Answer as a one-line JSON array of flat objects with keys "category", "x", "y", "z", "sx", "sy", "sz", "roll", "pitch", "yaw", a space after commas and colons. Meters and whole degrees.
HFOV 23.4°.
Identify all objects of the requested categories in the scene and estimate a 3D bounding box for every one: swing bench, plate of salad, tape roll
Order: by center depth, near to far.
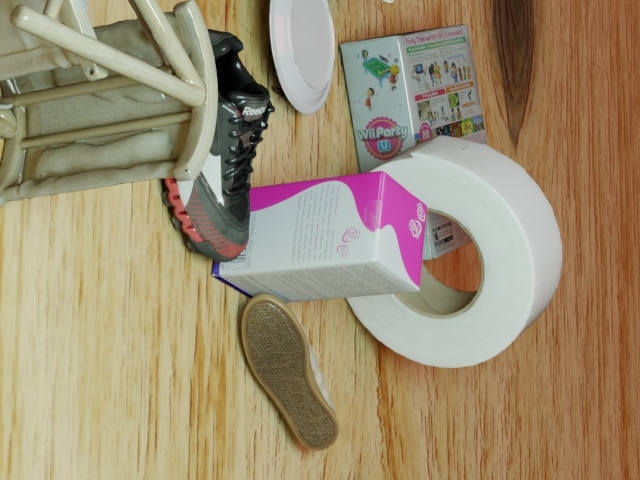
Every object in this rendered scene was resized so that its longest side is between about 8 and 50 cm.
[{"category": "swing bench", "x": -0.255, "y": -0.167, "z": 1.384, "sx": 0.255, "sy": 0.253, "sz": 0.165, "roll": 45, "pitch": 48, "yaw": -45}, {"category": "plate of salad", "x": -0.030, "y": -0.257, "z": 1.946, "sx": 0.200, "sy": 0.048, "sz": 0.200, "roll": -2, "pitch": 90, "yaw": -67}, {"category": "tape roll", "x": 0.161, "y": 0.015, "z": 1.978, "sx": 0.100, "sy": 0.286, "sz": 0.286, "roll": -32, "pitch": 111, "yaw": -54}]

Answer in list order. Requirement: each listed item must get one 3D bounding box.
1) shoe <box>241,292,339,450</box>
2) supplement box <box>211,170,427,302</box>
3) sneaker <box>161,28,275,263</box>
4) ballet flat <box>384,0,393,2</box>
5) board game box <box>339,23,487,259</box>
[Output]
[{"category": "shoe", "x": -0.041, "y": 0.154, "z": 1.853, "sx": 0.058, "sy": 0.076, "sz": 0.219, "roll": -114, "pitch": -178, "yaw": -66}, {"category": "supplement box", "x": 0.000, "y": 0.000, "z": 1.786, "sx": 0.114, "sy": 0.220, "sz": 0.111, "roll": 33, "pitch": 58, "yaw": -50}, {"category": "sneaker", "x": -0.112, "y": -0.109, "z": 1.711, "sx": 0.097, "sy": 0.135, "sz": 0.276, "roll": -28, "pitch": 109, "yaw": -58}, {"category": "ballet flat", "x": 0.058, "y": -0.365, "z": 1.970, "sx": 0.124, "sy": 0.116, "sz": 0.342, "roll": 44, "pitch": 11, "yaw": 11}, {"category": "board game box", "x": 0.143, "y": -0.139, "z": 2.152, "sx": 0.224, "sy": 0.097, "sz": 0.303, "roll": -20, "pitch": 103, "yaw": -58}]
